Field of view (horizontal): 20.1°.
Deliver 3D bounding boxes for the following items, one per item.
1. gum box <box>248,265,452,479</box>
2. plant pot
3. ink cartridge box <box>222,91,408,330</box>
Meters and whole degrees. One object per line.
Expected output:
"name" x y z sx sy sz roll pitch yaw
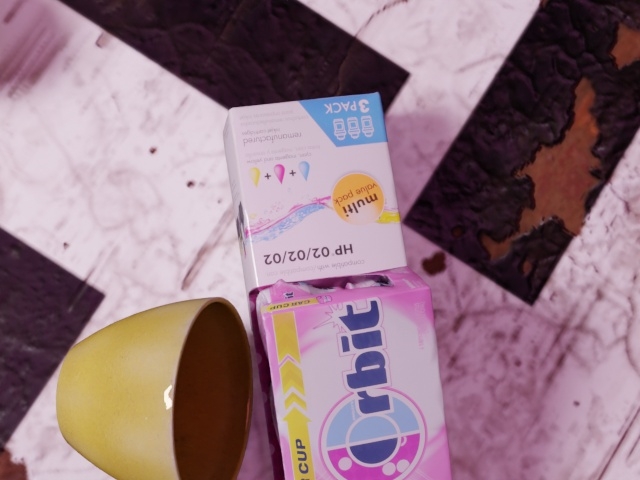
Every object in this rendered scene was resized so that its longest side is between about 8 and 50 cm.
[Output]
"gum box" 0.021 0.110 1.146 0.107 0.062 0.188 -10 104 -10
"plant pot" -0.111 0.101 1.141 0.095 0.134 0.134 2 77 18
"ink cartridge box" 0.000 0.000 1.201 0.104 0.061 0.181 -8 80 -10
